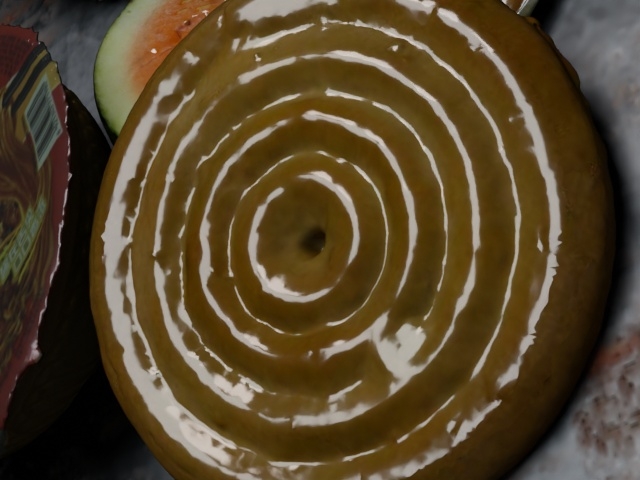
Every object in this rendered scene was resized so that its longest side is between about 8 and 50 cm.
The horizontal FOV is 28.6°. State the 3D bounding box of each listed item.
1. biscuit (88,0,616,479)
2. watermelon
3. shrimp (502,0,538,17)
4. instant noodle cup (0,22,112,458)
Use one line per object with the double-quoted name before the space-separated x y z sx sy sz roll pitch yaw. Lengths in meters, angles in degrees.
"biscuit" 0.000 0.000 0.546 0.262 0.037 0.262 -5 80 29
"watermelon" -0.057 -0.073 0.679 0.119 0.063 0.245 -41 42 -3
"shrimp" 0.047 -0.156 0.620 0.195 0.035 0.148 44 106 42
"instant noodle cup" -0.177 0.018 0.716 0.274 0.091 0.274 -21 61 46
